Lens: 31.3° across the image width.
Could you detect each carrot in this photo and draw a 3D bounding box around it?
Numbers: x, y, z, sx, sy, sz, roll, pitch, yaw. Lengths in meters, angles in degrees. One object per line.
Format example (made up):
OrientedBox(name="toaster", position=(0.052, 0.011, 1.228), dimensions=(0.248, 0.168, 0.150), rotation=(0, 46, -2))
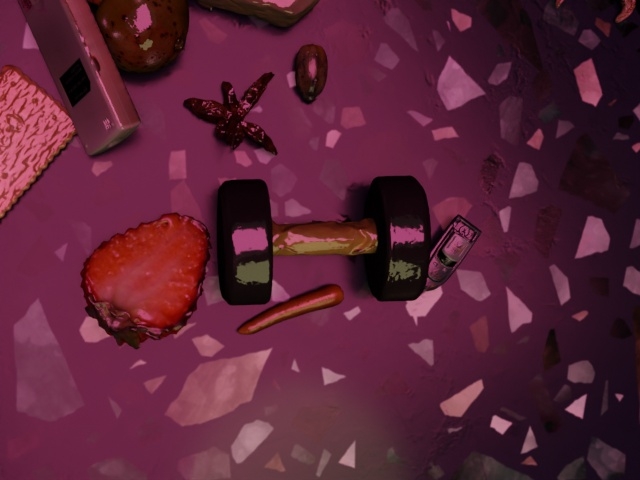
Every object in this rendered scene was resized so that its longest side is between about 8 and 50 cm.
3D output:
OrientedBox(name="carrot", position=(-0.051, 0.117, 1.903), dimensions=(0.190, 0.037, 0.037), rotation=(-20, 93, -5))

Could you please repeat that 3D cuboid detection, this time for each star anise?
OrientedBox(name="star anise", position=(-0.134, -0.205, 1.837), dimensions=(0.158, 0.144, 0.140), rotation=(-12, 84, -8))

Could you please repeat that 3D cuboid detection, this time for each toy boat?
OrientedBox(name="toy boat", position=(0.212, 0.027, 1.931), dimensions=(0.055, 0.060, 0.141), rotation=(36, 88, -9))

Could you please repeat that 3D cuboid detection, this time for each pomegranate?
OrientedBox(name="pomegranate", position=(-0.300, -0.356, 1.800), dimensions=(0.205, 0.159, 0.159), rotation=(38, 85, -3))

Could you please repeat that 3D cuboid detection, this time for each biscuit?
OrientedBox(name="biscuit", position=(-0.519, -0.144, 1.829), dimensions=(0.160, 0.030, 0.249), rotation=(40, 84, -6))

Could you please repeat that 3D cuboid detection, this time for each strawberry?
OrientedBox(name="strawberry", position=(-0.274, 0.066, 1.840), dimensions=(0.190, 0.111, 0.236), rotation=(38, 61, 3))

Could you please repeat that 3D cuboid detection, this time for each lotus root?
OrientedBox(name="lotus root", position=(-0.016, -0.277, 1.899), dimensions=(0.054, 0.049, 0.099), rotation=(2, 96, -11))

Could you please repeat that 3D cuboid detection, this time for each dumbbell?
OrientedBox(name="dumbbell", position=(0.000, 0.000, 1.823), dimensions=(0.323, 0.204, 0.203), rotation=(-2, 90, -8))

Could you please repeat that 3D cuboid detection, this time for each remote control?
OrientedBox(name="remote control", position=(-0.391, -0.309, 1.784), dimensions=(0.050, 0.145, 0.343), rotation=(-24, 90, -36))

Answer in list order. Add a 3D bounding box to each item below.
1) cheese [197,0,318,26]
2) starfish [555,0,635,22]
OrientedBox(name="cheese", position=(-0.113, -0.503, 1.850), dimensions=(0.318, 0.115, 0.326), rotation=(-24, 93, -9))
OrientedBox(name="starfish", position=(0.493, -0.486, 1.976), dimensions=(0.238, 0.057, 0.213), rotation=(-30, 100, -1))
